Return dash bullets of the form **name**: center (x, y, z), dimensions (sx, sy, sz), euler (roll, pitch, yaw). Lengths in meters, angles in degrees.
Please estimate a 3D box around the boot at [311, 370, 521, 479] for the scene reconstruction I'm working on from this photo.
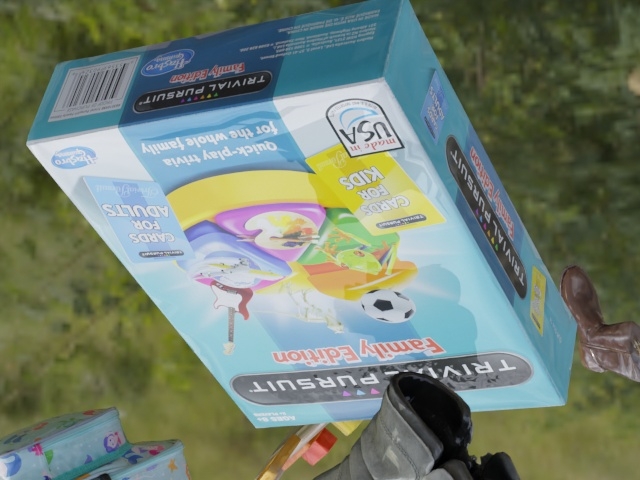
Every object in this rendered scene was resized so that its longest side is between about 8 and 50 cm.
- **boot**: center (0.065, 0.204, 0.861), dimensions (0.083, 0.246, 0.161), euler (-4, 143, -46)

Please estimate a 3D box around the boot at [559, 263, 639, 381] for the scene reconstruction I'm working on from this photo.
- **boot**: center (0.259, 0.073, 1.450), dimensions (0.037, 0.106, 0.114), euler (-19, -176, -12)

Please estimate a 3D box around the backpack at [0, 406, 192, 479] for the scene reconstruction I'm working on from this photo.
- **backpack**: center (-0.263, 0.281, 1.724), dimensions (0.253, 0.191, 0.225), euler (-12, 176, -33)

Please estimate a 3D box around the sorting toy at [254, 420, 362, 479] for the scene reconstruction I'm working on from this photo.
- **sorting toy**: center (0.023, 0.158, 1.595), dimensions (0.047, 0.348, 0.196), euler (38, 138, 2)

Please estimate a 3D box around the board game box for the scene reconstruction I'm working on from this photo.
- **board game box**: center (0.000, 0.000, 1.094), dimensions (0.254, 0.079, 0.336), euler (-8, 138, 26)
